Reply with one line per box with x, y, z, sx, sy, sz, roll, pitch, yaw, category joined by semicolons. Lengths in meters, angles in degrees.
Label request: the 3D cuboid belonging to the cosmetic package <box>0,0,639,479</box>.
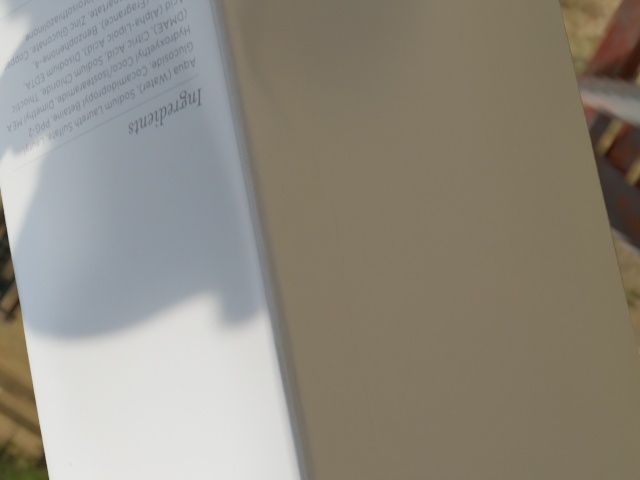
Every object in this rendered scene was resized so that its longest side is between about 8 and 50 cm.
0.000;0.000;0.693;0.217;0.385;0.156;2;165;-44;cosmetic package
